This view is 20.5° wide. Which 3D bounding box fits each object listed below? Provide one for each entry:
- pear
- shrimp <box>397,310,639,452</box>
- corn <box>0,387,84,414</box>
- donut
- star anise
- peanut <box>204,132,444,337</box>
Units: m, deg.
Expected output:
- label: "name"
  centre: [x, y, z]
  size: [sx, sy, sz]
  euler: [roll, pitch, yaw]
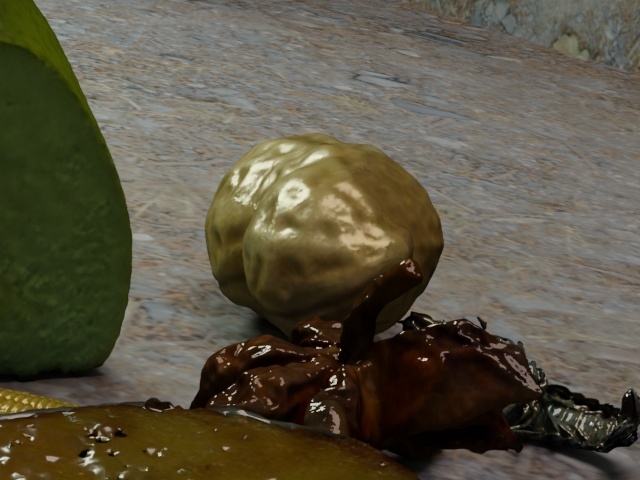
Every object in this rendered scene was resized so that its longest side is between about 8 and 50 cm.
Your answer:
- label: "pear"
  centre: [-0.250, -0.044, 1.031]
  size: [0.292, 0.292, 0.159]
  euler: [-2, 29, -39]
- label: "shrimp"
  centre: [0.117, 0.103, 1.123]
  size: [0.174, 0.076, 0.082]
  euler: [21, 58, 19]
- label: "corn"
  centre: [-0.142, 0.112, 0.875]
  size: [0.165, 0.063, 0.085]
  euler: [12, 39, 12]
- label: "donut"
  centre: [-0.080, 0.152, 0.703]
  size: [0.272, 0.107, 0.272]
  euler: [5, 14, -1]
- label: "star anise"
  centre: [0.017, 0.086, 1.000]
  size: [0.212, 0.111, 0.196]
  euler: [-15, -12, 6]
- label: "peanut"
  centre: [0.000, 0.000, 1.204]
  size: [0.147, 0.147, 0.305]
  euler: [6, 4, -17]
